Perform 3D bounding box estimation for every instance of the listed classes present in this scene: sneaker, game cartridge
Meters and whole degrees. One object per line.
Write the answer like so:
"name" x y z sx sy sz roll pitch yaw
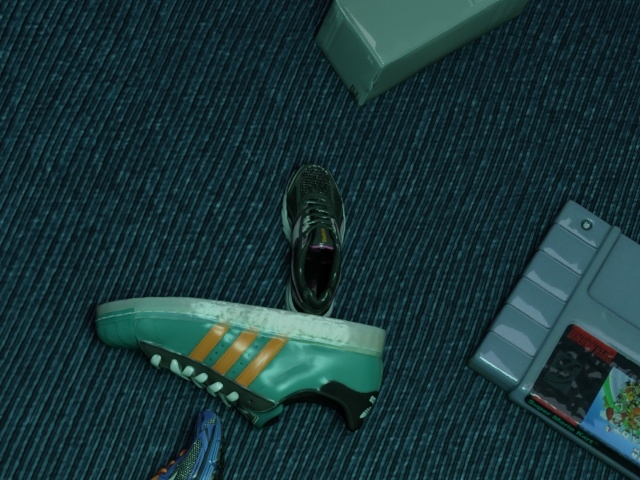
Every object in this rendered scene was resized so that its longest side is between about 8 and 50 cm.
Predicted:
"sneaker" -0.087 0.128 1.949 0.302 0.108 0.121 8 82 0
"sneaker" -0.159 0.263 1.909 0.087 0.083 0.221 23 66 6
"sneaker" 0.000 0.000 2.023 0.072 0.077 0.178 0 72 -12
"game cartridge" 0.359 0.142 2.061 0.355 0.068 0.230 33 65 0

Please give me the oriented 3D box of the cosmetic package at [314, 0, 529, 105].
"cosmetic package" 0.122 -0.259 2.105 0.238 0.127 0.107 -28 80 -20
